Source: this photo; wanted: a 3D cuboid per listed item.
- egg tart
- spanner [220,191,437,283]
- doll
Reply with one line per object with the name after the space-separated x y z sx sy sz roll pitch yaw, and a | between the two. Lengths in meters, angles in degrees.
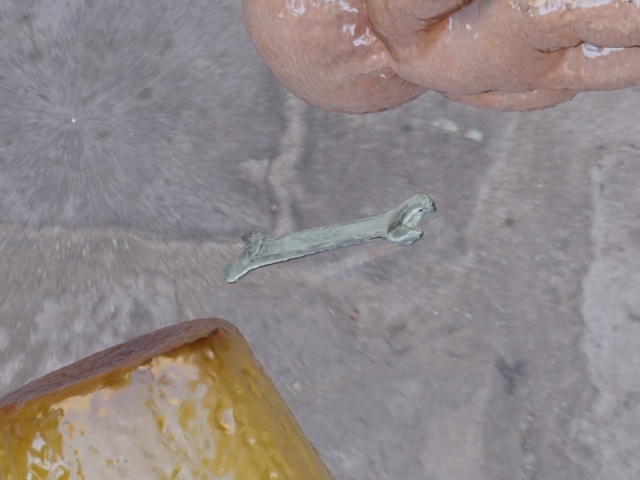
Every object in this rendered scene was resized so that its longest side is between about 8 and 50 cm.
-0.089 0.144 0.772 0.215 0.215 0.171 -21 93 -8 | egg tart
0.000 0.000 1.435 0.017 0.302 0.071 45 54 -30 | spanner
0.095 -0.160 0.856 0.303 0.201 0.156 2 69 31 | doll
